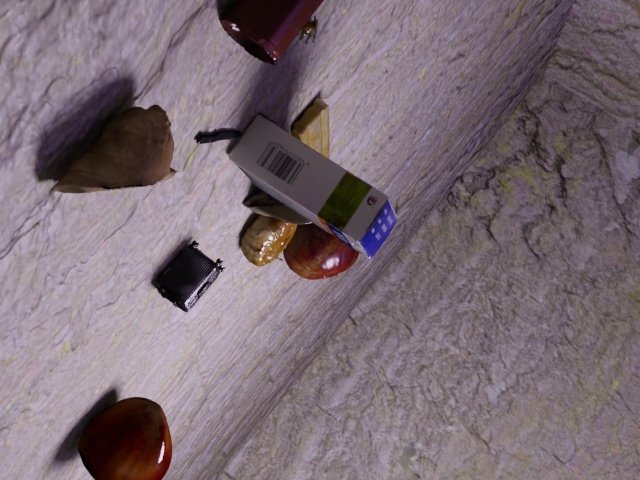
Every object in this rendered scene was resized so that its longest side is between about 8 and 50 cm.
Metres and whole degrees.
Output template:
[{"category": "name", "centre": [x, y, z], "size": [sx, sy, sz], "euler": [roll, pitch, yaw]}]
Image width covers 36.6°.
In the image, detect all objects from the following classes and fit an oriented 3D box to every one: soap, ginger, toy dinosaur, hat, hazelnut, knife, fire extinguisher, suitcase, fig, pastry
[{"category": "soap", "centre": [-0.021, -0.209, 2.092], "size": [0.092, 0.037, 0.252], "euler": [-51, 166, -17]}, {"category": "ginger", "centre": [-0.283, -0.120, 1.329], "size": [0.193, 0.115, 0.122], "euler": [-25, 127, -51]}, {"category": "toy dinosaur", "centre": [-0.024, -0.368, 1.711], "size": [0.041, 0.026, 0.113], "euler": [-68, 171, 24]}, {"category": "hat", "centre": [-0.048, -0.088, 2.016], "size": [0.166, 0.173, 0.144], "euler": [-51, 162, -4]}, {"category": "hazelnut", "centre": [-0.396, 0.421, 2.031], "size": [0.208, 0.208, 0.208], "euler": [-50, 166, -18]}, {"category": "knife", "centre": [-0.174, -0.182, 1.692], "size": [0.023, 0.010, 0.170], "euler": [-53, 170, 20]}, {"category": "fire extinguisher", "centre": [-0.021, -0.435, 1.437], "size": [0.337, 0.106, 0.147], "euler": [-54, 142, -5]}, {"category": "suitcase", "centre": [-0.253, 0.072, 1.872], "size": [0.126, 0.086, 0.059], "euler": [-51, 164, -18]}, {"category": "fig", "centre": [-0.001, 0.001, 2.381], "size": [0.205, 0.205, 0.205], "euler": [-50, 166, -18]}, {"category": "pastry", "centre": [-0.115, -0.013, 2.155], "size": [0.153, 0.081, 0.153], "euler": [-40, 155, -24]}]

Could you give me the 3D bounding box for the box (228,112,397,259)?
[{"category": "box", "centre": [-0.010, -0.097, 1.831], "size": [0.106, 0.299, 0.200], "euler": [-55, 167, -3]}]
